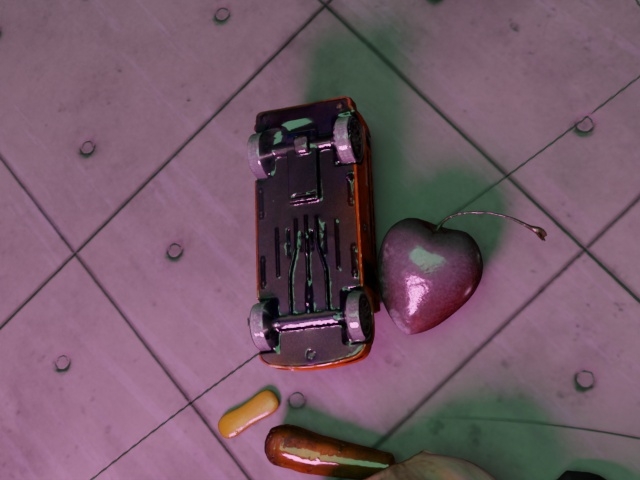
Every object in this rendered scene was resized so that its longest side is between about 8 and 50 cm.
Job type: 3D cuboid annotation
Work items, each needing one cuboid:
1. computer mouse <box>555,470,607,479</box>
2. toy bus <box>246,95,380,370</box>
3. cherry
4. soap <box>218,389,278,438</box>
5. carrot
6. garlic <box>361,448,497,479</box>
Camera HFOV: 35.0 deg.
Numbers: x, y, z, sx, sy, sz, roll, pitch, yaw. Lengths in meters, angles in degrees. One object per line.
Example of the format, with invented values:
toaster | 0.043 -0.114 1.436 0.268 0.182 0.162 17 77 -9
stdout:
computer mouse | 0.310 0.342 1.107 0.106 0.062 0.192 -26 68 11
toy bus | 0.000 0.000 1.253 0.143 0.153 0.329 -9 72 18
cherry | 0.155 0.047 1.211 0.188 0.115 0.148 18 63 17
soap | -0.093 0.223 1.302 0.089 0.012 0.034 -32 68 9
carrot | 0.010 0.263 1.238 0.162 0.055 0.055 10 80 15
garlic | 0.088 0.356 1.117 0.281 0.185 0.203 -24 86 11
